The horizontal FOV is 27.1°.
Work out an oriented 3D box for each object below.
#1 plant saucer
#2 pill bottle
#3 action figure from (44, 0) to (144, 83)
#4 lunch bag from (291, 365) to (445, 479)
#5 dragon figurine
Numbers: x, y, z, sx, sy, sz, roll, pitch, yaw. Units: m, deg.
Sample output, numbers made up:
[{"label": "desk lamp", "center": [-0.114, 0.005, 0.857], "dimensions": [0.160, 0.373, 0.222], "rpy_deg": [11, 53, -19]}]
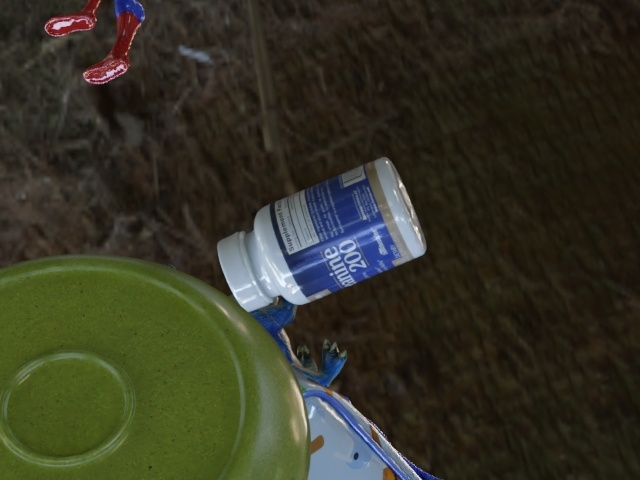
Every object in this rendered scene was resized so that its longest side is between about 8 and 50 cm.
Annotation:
[{"label": "plant saucer", "center": [-0.124, 0.090, 0.657], "dimensions": [0.241, 0.241, 0.037], "rpy_deg": [-4, 139, -7]}, {"label": "pill bottle", "center": [0.000, 0.000, 0.829], "dimensions": [0.120, 0.067, 0.067], "rpy_deg": [-23, 139, 9]}, {"label": "action figure", "center": [-0.216, -0.263, 1.243], "dimensions": [0.139, 0.280, 0.091], "rpy_deg": [-10, 136, 25]}, {"label": "lunch bag", "center": [-0.020, 0.232, 0.957], "dimensions": [0.243, 0.115, 0.303], "rpy_deg": [-51, 130, -15]}, {"label": "dragon figurine", "center": [-0.059, 0.124, 1.175], "dimensions": [0.085, 0.144, 0.289], "rpy_deg": [-3, 122, 58]}]
